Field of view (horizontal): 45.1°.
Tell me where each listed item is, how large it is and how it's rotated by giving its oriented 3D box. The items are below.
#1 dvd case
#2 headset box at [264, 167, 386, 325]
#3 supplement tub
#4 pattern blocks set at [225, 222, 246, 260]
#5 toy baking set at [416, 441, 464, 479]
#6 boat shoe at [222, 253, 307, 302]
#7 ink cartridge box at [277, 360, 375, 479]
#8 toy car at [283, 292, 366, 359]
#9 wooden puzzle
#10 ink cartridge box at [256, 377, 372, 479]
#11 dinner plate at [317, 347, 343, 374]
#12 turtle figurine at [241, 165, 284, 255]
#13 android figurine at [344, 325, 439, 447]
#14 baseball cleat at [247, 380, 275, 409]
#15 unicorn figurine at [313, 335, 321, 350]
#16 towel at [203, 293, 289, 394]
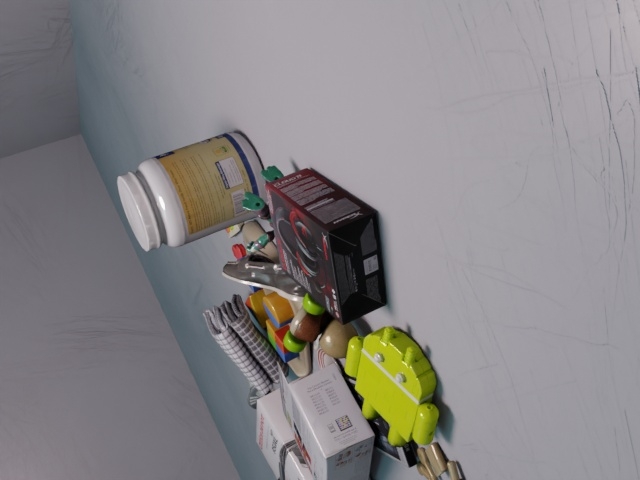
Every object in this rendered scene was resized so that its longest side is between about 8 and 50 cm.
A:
[{"bbox_3d":[0.128,0.396,1.732,0.239,0.030,0.179,-3,107,69],"label":"dvd case"},{"bbox_3d":[0.000,0.000,1.551,0.293,0.110,0.218,39,145,50],"label":"headset box"},{"bbox_3d":[-0.313,-0.117,1.888,0.228,0.316,0.228,49,151,39],"label":"supplement tub"},{"bbox_3d":[-0.274,-0.095,2.212,0.324,0.026,0.285,62,157,16],"label":"pattern blocks set"},{"bbox_3d":[0.260,0.530,1.568,0.197,0.030,0.256,150,104,-75],"label":"toy baking set"},{"bbox_3d":[-0.113,0.072,1.851,0.335,0.112,0.095,13,96,46],"label":"boat shoe"},{"bbox_3d":[0.009,0.443,1.870,0.271,0.130,0.309,59,163,32],"label":"ink cartridge box"},{"bbox_3d":[0.041,0.196,1.653,0.188,0.149,0.155,35,129,12],"label":"toy car"},{"bbox_3d":[-0.134,0.168,2.066,0.322,0.081,0.347,51,153,37],"label":"wooden puzzle"},{"bbox_3d":[-0.020,0.619,2.114,0.395,0.166,0.285,55,155,31],"label":"ink cartridge box"},{"bbox_3d":[0.032,0.331,1.920,0.141,0.017,0.141,48,150,40],"label":"dinner plate"},{"bbox_3d":[-0.101,-0.058,1.732,0.118,0.175,0.234,10,155,15],"label":"turtle figurine"},{"bbox_3d":[0.143,0.284,1.520,0.248,0.056,0.272,43,142,34],"label":"android figurine"},{"bbox_3d":[-0.196,0.525,2.568,0.109,0.072,0.205,44,153,33],"label":"baseball cleat"},{"bbox_3d":[0.005,0.207,1.804,0.162,0.060,0.111,55,156,28],"label":"unicorn figurine"},{"bbox_3d":[-0.210,0.290,2.223,0.235,0.121,0.284,53,175,-17],"label":"towel"}]
